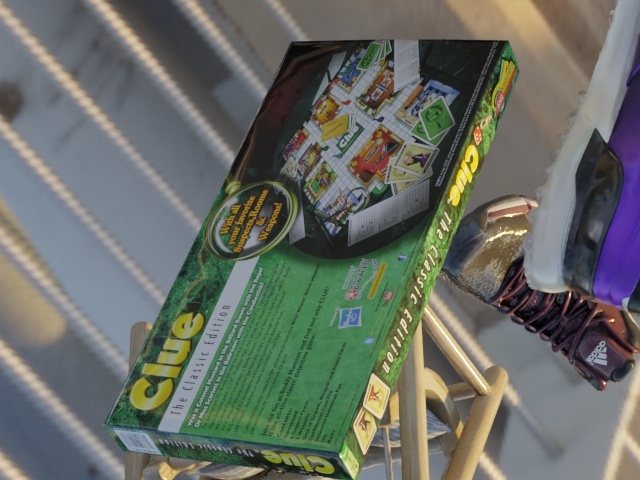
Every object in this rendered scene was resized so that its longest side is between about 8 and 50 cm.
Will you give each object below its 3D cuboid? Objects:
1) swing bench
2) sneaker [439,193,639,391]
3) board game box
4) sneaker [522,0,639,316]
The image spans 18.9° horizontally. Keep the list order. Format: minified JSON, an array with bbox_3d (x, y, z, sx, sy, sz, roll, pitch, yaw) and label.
[{"bbox_3d":[-0.020,0.173,1.371,0.253,0.255,0.165,-15,133,27],"label":"swing bench"},{"bbox_3d":[0.221,0.057,1.761,0.106,0.162,0.281,-45,151,19],"label":"sneaker"},{"bbox_3d":[0.000,0.000,0.978,0.136,0.260,0.030,6,144,29],"label":"board game box"},{"bbox_3d":[0.228,-0.089,1.061,0.146,0.102,0.293,19,86,24],"label":"sneaker"}]
